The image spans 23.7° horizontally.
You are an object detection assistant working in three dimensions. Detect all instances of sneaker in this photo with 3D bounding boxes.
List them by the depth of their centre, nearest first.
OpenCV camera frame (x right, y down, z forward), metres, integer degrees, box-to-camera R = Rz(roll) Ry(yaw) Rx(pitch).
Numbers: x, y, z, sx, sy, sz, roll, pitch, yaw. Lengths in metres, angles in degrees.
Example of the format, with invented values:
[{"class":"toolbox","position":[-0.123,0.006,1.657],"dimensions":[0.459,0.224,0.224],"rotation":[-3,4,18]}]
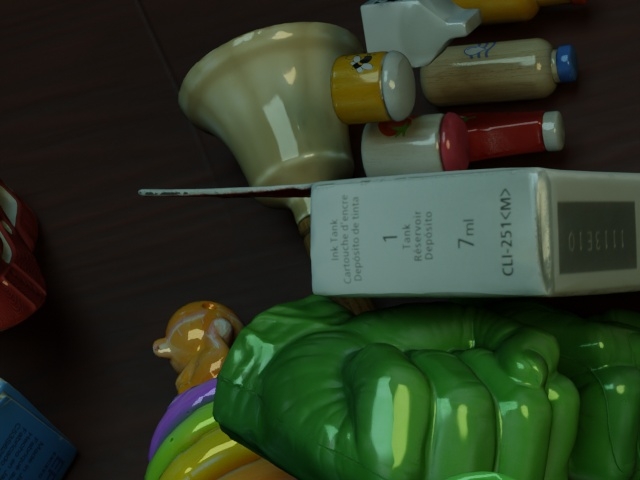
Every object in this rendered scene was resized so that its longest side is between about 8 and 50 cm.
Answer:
[{"class":"sneaker","position":[-0.252,0.039,0.999],"dimensions":[0.128,0.087,0.221],"rotation":[-41,14,9]}]

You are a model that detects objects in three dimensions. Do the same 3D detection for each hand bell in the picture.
[{"class":"hand bell","position":[0.000,0.000,0.943],"dimensions":[0.126,0.126,0.242],"rotation":[-21,66,10]}]

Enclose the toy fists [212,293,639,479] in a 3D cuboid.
[{"class":"toy fists","position":[0.085,0.075,0.755],"dimensions":[0.142,0.279,0.096],"rotation":[25,105,36]}]

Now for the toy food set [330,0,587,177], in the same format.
[{"class":"toy food set","position":[0.095,-0.101,0.923],"dimensions":[0.104,0.111,0.232],"rotation":[-3,18,22]}]

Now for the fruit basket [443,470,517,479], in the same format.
[{"class":"fruit basket","position":[0.081,0.273,0.520],"dimensions":[0.283,0.392,0.392],"rotation":[-35,53,0]}]

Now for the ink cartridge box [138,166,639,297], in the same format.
[{"class":"ink cartridge box","position":[0.082,-0.003,0.799],"dimensions":[0.239,0.275,0.060],"rotation":[-3,89,39]}]

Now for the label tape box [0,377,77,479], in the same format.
[{"class":"label tape box","position":[-0.357,0.158,0.981],"dimensions":[0.334,0.106,0.240],"rotation":[19,68,31]}]

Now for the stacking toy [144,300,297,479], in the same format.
[{"class":"stacking toy","position":[-0.040,0.132,0.846],"dimensions":[0.175,0.166,0.302],"rotation":[-3,35,-18]}]
